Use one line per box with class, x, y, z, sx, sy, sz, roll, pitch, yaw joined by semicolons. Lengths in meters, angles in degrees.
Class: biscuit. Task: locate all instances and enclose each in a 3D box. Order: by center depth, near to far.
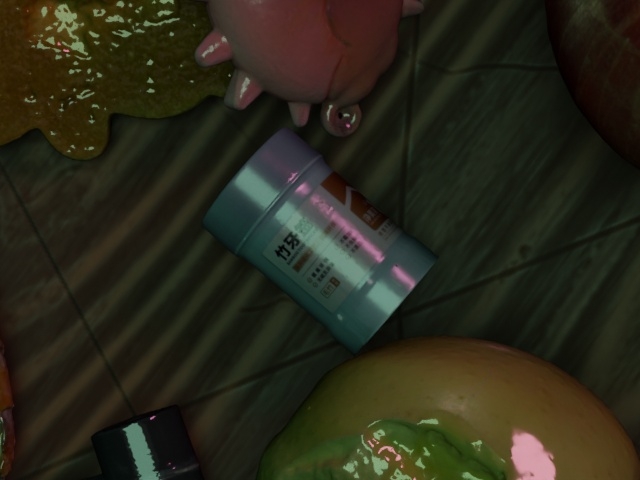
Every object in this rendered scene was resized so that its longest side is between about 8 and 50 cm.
biscuit;-0.175;-0.154;1.309;0.249;0.035;0.184;-13;111;1

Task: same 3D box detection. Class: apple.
apple;0.092;0.195;1.204;0.279;0.279;0.279;0;89;4

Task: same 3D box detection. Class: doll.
doll;-0.015;-0.200;1.265;0.211;0.093;0.262;-33;111;-22

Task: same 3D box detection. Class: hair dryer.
hair dryer;-0.192;0.215;1.303;0.219;0.071;0.124;-17;87;0

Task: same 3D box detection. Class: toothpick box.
toothpick box;0.000;0.000;1.284;0.153;0.101;0.101;40;92;3

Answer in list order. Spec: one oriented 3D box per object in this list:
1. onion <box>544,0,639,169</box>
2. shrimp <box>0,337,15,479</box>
onion;0.330;-0.179;1.182;0.354;0.353;0.353;0;89;4
shrimp;-0.329;0.072;1.326;0.164;0.062;0.316;-10;93;4
